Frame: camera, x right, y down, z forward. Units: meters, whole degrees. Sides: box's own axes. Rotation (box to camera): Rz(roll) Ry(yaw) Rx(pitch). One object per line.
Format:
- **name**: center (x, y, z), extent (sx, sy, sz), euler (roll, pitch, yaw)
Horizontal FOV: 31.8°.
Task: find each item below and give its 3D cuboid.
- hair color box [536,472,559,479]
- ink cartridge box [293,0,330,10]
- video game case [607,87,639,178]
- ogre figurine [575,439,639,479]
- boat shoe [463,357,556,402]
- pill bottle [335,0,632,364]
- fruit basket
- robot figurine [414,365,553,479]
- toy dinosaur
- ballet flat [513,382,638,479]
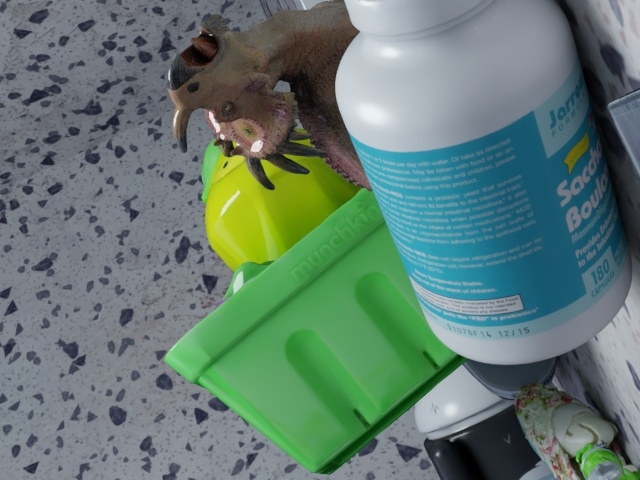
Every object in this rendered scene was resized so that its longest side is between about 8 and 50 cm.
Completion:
- **hair color box**: center (0.180, 0.396, 1.187), extent (0.113, 0.374, 0.185), euler (-118, 2, -70)
- **ink cartridge box**: center (-0.019, -0.387, 1.711), extent (0.122, 0.052, 0.089), euler (-126, 11, -79)
- **video game case**: center (0.204, 0.012, 0.462), extent (0.274, 0.026, 0.196), euler (175, 70, -88)
- **ogre figurine**: center (0.271, 0.250, 0.916), extent (0.118, 0.096, 0.197), euler (41, -144, -66)
- **boat shoe**: center (0.156, 0.040, 1.319), extent (0.367, 0.135, 0.156), euler (54, 177, 26)
- **pill bottle**: center (0.099, -0.059, 0.703), extent (0.146, 0.146, 0.264), euler (-116, 1, -56)
- **fruit basket**: center (0.000, 0.000, 1.112), extent (0.283, 0.392, 0.392), euler (68, 177, -77)
- **robot figurine**: center (0.235, 0.287, 1.498), extent (0.278, 0.173, 0.209), euler (64, 177, 4)
- **toy dinosaur**: center (0.026, -0.094, 0.813), extent (0.295, 0.200, 0.127), euler (35, 172, -25)
- **ballet flat**: center (0.275, 0.224, 1.088), extent (0.241, 0.091, 0.077), euler (60, 146, 30)
